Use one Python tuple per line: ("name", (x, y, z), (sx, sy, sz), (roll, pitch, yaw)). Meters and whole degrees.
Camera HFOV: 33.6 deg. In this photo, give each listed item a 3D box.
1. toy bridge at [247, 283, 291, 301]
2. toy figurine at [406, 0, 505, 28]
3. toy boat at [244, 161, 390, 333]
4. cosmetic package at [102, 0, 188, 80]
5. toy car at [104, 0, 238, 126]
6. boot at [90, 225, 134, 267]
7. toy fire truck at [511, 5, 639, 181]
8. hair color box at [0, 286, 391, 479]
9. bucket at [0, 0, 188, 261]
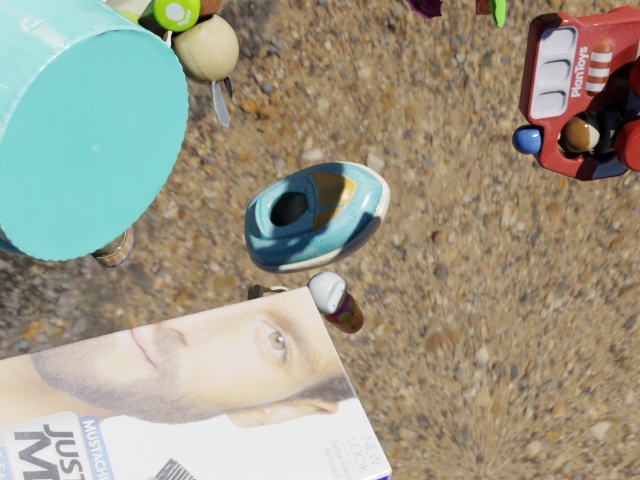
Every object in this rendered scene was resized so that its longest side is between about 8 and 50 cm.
("toy bridge", (-0.057, 0.118, 1.848), (0.026, 0.188, 0.063), (-24, 51, 31))
("toy figurine", (0.213, -0.428, 1.752), (0.159, 0.173, 0.130), (-2, 40, 19))
("toy boat", (0.000, 0.000, 1.756), (0.267, 0.148, 0.318), (-24, 54, 12))
("cosmetic package", (-0.389, -0.326, 1.839), (0.224, 0.138, 0.224), (-33, 51, -18))
("toy car", (-0.159, -0.228, 1.262), (0.149, 0.188, 0.155), (-22, 31, 16))
("boot", (-0.307, -0.077, 1.431), (0.082, 0.106, 0.219), (-24, 52, 4))
("toy fire truck", (0.430, -0.229, 1.695), (0.254, 0.302, 0.169), (-8, 39, -13))
("hair color box", (-0.139, 0.168, 0.810), (0.339, 0.110, 0.185), (-12, 53, -19))
("bucket", (-0.275, -0.123, 1.030), (0.183, 0.281, 0.281), (31, 83, 28))
